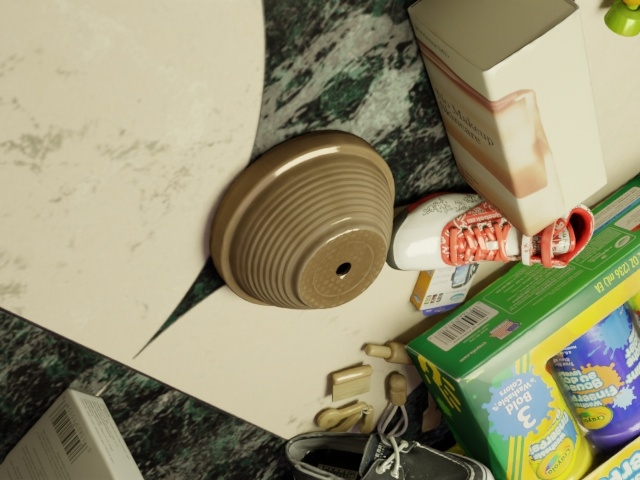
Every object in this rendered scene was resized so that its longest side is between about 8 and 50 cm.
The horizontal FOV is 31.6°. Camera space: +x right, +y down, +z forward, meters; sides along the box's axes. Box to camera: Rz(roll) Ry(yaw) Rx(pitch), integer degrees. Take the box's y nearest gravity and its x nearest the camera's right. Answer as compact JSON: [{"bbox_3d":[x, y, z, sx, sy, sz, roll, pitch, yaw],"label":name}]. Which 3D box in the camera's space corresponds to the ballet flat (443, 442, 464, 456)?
[{"bbox_3d":[0.236,0.365,1.861,0.231,0.077,0.077,-34,140,-7],"label":"ballet flat"}]

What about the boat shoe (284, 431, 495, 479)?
[{"bbox_3d":[0.090,0.317,1.581,0.108,0.301,0.102,-63,144,-37],"label":"boat shoe"}]

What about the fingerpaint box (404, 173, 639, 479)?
[{"bbox_3d":[0.403,0.187,1.620,0.444,0.163,0.371,-34,114,-12],"label":"fingerpaint box"}]

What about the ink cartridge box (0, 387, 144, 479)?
[{"bbox_3d":[-0.293,0.346,1.280,0.239,0.275,0.060,-47,140,11],"label":"ink cartridge box"}]

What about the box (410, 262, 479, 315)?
[{"bbox_3d":[0.175,0.043,1.550,0.081,0.028,0.136,-8,134,-32],"label":"box"}]

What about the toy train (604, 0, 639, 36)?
[{"bbox_3d":[0.375,-0.300,1.332,0.248,0.105,0.143,-13,148,-28],"label":"toy train"}]

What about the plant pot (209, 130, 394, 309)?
[{"bbox_3d":[0.000,0.000,1.309,0.237,0.110,0.237,-21,136,-21],"label":"plant pot"}]

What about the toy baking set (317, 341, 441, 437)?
[{"bbox_3d":[0.101,0.225,1.666,0.256,0.030,0.197,7,128,-36],"label":"toy baking set"}]

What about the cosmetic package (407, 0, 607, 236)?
[{"bbox_3d":[0.219,-0.160,1.294,0.129,0.153,0.296,-35,139,-7],"label":"cosmetic package"}]

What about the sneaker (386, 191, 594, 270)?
[{"bbox_3d":[0.220,-0.009,1.421,0.270,0.145,0.090,-14,113,-34],"label":"sneaker"}]
